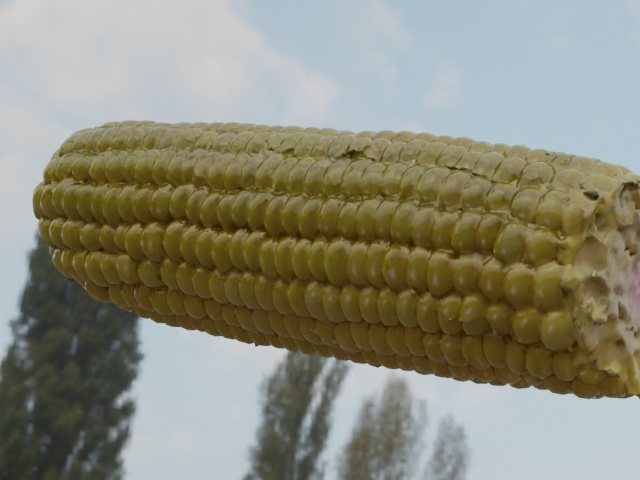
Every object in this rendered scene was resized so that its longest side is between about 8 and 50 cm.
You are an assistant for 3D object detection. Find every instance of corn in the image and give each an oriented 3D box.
[{"bbox_3d":[0.000,0.000,0.449,0.248,0.081,0.081,8,-20,36],"label":"corn"}]
